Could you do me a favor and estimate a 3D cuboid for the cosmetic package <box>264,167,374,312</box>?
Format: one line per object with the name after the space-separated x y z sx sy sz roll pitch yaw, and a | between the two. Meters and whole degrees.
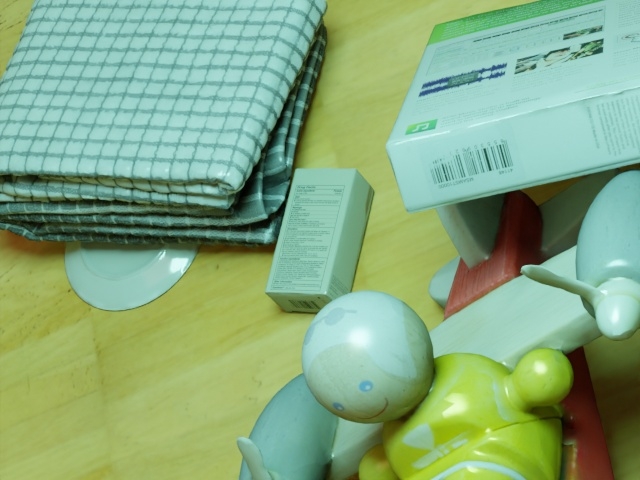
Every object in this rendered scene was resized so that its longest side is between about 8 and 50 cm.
0.000 0.000 1.478 0.060 0.041 0.115 2 65 29 | cosmetic package

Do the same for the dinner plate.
-0.166 -0.005 1.585 0.141 0.017 0.141 -11 60 20 | dinner plate

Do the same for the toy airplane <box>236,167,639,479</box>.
0.102 0.084 1.233 0.384 0.272 0.386 27 92 55 | toy airplane

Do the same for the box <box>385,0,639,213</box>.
0.182 -0.120 1.311 0.232 0.058 0.322 -12 20 15 | box

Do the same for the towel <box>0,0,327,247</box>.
-0.139 -0.111 1.559 0.283 0.121 0.235 2 54 23 | towel
